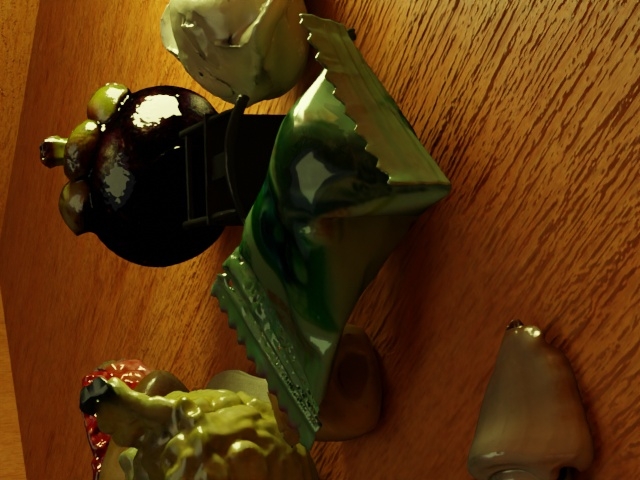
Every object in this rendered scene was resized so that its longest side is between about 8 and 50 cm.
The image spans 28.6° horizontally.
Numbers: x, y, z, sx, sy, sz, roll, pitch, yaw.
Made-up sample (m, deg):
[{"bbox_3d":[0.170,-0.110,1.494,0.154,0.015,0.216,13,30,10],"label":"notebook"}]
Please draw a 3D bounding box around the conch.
[{"bbox_3d":[0.184,0.157,1.078,0.104,0.094,0.176,111,178,-68],"label":"conch"}]

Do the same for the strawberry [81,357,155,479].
[{"bbox_3d":[-0.310,0.360,2.114,0.265,0.149,0.336,90,170,-45],"label":"strawberry"}]

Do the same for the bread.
[{"bbox_3d":[0.002,0.171,1.473,0.173,0.085,0.134,145,120,-64],"label":"bread"}]

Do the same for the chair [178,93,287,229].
[{"bbox_3d":[-0.090,-0.091,1.608,0.260,0.141,0.155,173,95,-69],"label":"chair"}]

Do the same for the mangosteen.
[{"bbox_3d":[-0.258,-0.096,1.829,0.233,0.287,0.288,48,135,49],"label":"mangosteen"}]

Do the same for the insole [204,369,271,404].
[{"bbox_3d":[-0.108,0.211,1.755,0.192,0.010,0.063,-4,53,53],"label":"insole"}]

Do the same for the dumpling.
[{"bbox_3d":[-0.077,-0.294,1.601,0.243,0.187,0.318,-55,28,-14],"label":"dumpling"}]

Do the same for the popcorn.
[{"bbox_3d":[-0.147,0.310,1.608,0.293,0.237,0.293,5,98,33],"label":"popcorn"}]

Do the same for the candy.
[{"bbox_3d":[-0.006,0.000,1.336,0.398,0.172,0.263,-62,36,31],"label":"candy"}]

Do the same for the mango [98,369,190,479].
[{"bbox_3d":[-0.236,0.382,1.899,0.199,0.221,0.384,-26,60,28],"label":"mango"}]
